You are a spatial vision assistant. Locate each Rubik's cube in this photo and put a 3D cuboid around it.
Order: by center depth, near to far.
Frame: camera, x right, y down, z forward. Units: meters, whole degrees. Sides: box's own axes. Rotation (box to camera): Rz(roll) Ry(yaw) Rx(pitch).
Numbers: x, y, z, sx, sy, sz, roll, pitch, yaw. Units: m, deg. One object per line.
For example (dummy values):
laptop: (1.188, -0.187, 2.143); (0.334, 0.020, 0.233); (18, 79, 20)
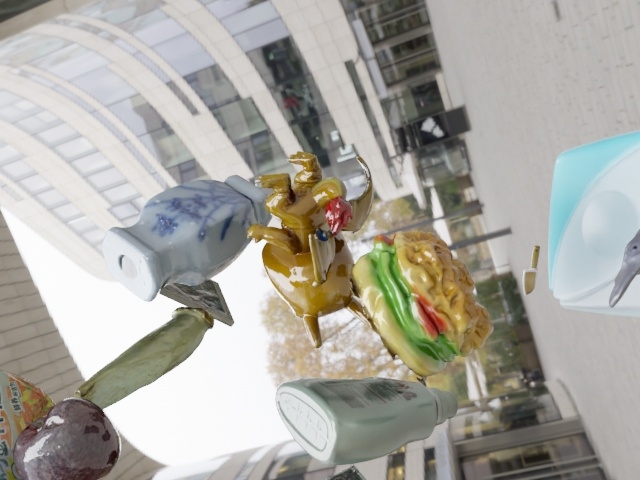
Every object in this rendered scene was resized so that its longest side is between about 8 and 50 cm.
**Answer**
Rubik's cube: (0.686, -0.024, 1.176); (0.352, 0.348, 0.351); (-178, 90, -68)

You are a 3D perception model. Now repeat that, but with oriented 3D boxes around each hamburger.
hamburger: (0.157, 0.081, 0.922); (0.237, 0.149, 0.237); (48, -164, -19)

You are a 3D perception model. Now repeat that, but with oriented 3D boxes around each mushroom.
mushroom: (-0.340, 0.235, 1.234); (0.333, 0.107, 0.087); (-40, -57, -54)

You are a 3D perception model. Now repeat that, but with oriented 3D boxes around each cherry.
cherry: (-0.437, 0.363, 1.054); (0.140, 0.176, 0.176); (-122, 8, -65)

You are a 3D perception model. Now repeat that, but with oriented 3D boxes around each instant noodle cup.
instant noodle cup: (-0.640, 0.395, 1.110); (0.264, 0.200, 0.264); (38, -153, -24)

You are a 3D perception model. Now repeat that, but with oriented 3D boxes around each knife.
knife: (0.719, 0.104, 2.083); (0.256, 0.046, 0.022); (78, -171, -45)

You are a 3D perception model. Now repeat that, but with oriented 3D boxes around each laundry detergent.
laundry detergent: (0.126, 0.368, 1.330); (0.264, 0.398, 0.124); (18, 102, 56)

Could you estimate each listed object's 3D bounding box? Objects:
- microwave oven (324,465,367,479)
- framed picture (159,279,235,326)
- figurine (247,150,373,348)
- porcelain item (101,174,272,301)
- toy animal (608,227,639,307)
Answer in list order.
microwave oven: (0.094, 0.797, 1.526); (0.355, 0.219, 0.286); (27, 134, 63)
framed picture: (-0.383, 0.139, 1.801); (0.241, 0.020, 0.324); (29, -173, -22)
figurine: (-0.018, 0.017, 1.380); (0.401, 0.268, 0.386); (-71, -23, -59)
porcelain item: (-0.309, -0.023, 1.488); (0.405, 0.243, 0.178); (-35, -32, -43)
toy animal: (0.435, -0.053, 0.681); (0.367, 0.205, 0.081); (-15, -135, -45)
